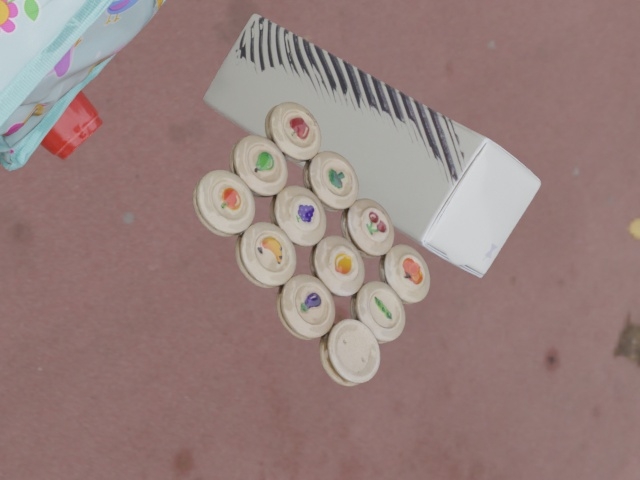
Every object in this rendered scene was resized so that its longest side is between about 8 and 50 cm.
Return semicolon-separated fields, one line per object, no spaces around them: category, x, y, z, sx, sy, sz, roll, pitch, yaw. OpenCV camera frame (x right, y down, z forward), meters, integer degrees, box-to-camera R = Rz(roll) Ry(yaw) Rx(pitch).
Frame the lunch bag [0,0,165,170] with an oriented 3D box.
lunch bag;-0.168;-0.206;0.567;0.223;0.160;0.262;39;83;-6

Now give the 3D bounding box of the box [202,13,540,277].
box;0.035;-0.083;0.870;0.113;0.275;0.094;25;97;-54

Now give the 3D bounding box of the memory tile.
memory tile;0.000;0.000;0.605;0.148;0.012;0.113;51;49;-11

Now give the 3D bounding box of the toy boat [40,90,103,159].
toy boat;-0.308;-0.037;0.738;0.148;0.267;0.318;47;74;-13
